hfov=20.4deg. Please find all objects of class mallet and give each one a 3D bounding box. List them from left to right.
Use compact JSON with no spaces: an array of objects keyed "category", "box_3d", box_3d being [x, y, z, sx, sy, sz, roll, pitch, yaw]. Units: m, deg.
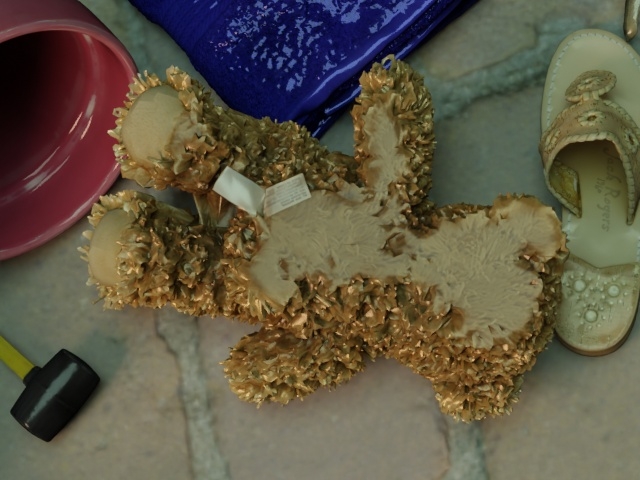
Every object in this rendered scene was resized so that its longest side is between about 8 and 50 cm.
[{"category":"mallet","box_3d":[-0.233,0.059,1.266,0.062,0.039,0.189,-43,69,-4]}]

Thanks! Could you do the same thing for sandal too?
[{"category":"sandal","box_3d":[0.191,-0.046,1.206,0.088,0.079,0.240,2,74,9]}]

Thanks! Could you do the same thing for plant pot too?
[{"category":"plant pot","box_3d":[-0.255,-0.113,1.245,0.201,0.201,0.180,-43,57,-5]}]

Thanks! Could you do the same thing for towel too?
[{"category":"towel","box_3d":[-0.043,-0.236,1.299,0.227,0.076,0.308,-42,73,-5]}]

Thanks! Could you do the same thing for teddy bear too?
[{"category":"teddy bear","box_3d":[0.000,0.000,1.203,0.338,0.113,0.245,0,83,10]}]

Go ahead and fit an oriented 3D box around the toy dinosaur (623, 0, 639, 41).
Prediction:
[{"category":"toy dinosaur","box_3d":[0.188,-0.284,1.258,0.064,0.118,0.268,-17,69,-29]}]
